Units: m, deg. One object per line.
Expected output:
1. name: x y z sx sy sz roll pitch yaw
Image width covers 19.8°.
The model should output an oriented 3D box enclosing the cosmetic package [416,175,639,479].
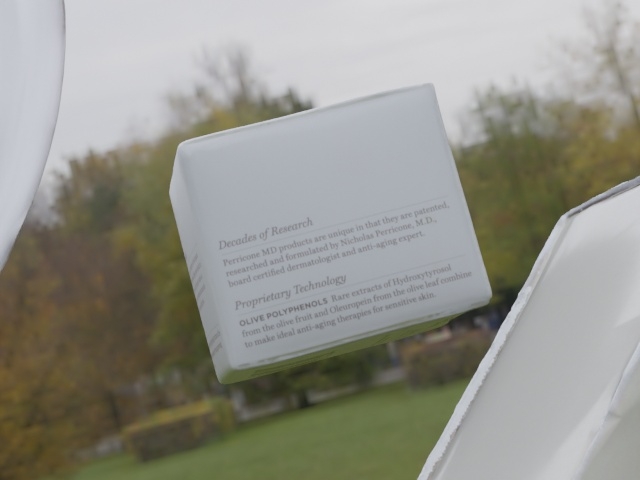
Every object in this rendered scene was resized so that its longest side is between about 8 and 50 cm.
1. cosmetic package: 0.181 0.118 0.541 0.153 0.296 0.129 -58 9 -17

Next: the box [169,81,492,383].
1. box: 0.000 0.000 0.704 0.102 0.087 0.101 -15 -6 -8

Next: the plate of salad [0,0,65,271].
1. plate of salad: -0.145 -0.023 0.474 0.199 0.200 0.048 -16 -26 20
